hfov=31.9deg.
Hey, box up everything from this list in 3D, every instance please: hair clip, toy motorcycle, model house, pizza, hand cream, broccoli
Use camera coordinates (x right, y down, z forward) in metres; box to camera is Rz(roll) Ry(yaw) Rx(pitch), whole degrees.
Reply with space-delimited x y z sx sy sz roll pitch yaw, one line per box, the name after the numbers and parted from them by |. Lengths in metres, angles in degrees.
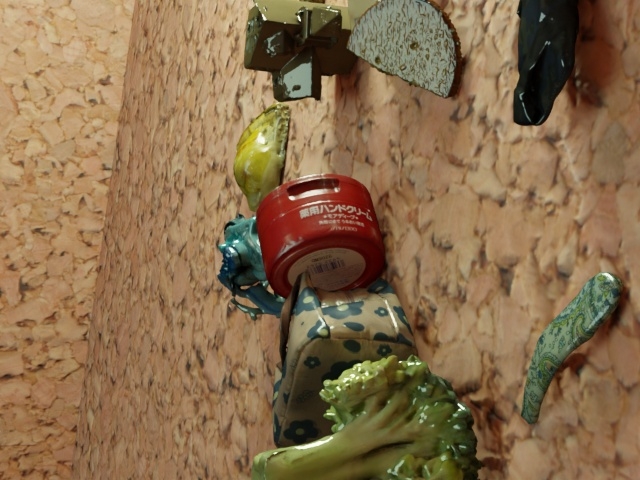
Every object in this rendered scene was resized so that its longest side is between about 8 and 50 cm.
0.270 0.124 1.255 0.066 0.036 0.229 -103 28 -49 | hair clip
-0.091 0.038 2.004 0.260 0.154 0.206 -20 90 61 | toy motorcycle
-0.014 -0.321 1.824 0.248 0.181 0.176 173 99 -72 | model house
-0.122 -0.172 2.182 0.204 0.081 0.188 127 142 -48 | pizza
0.000 0.000 1.721 0.193 0.193 0.125 122 143 -46 | hand cream
0.054 0.312 1.402 0.293 0.281 0.347 -125 41 -58 | broccoli

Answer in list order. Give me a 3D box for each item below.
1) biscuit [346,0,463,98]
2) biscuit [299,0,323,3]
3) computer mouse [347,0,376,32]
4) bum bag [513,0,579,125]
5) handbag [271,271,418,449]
0.130 -0.287 1.599 0.206 0.025 0.126 33 113 34 | biscuit
-0.010 -0.527 2.055 0.064 0.034 0.199 176 98 -66 | biscuit
0.097 -0.388 1.705 0.145 0.082 0.236 -9 89 63 | computer mouse
0.268 -0.280 1.302 0.137 0.074 0.309 129 147 -71 | bum bag
0.021 0.180 1.652 0.193 0.190 0.251 -100 21 -54 | handbag
